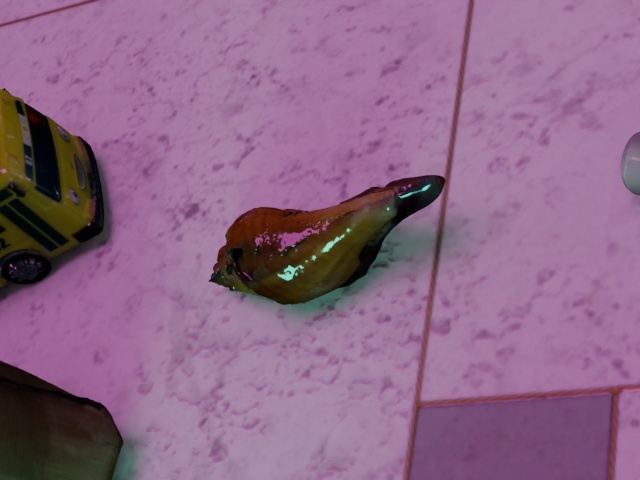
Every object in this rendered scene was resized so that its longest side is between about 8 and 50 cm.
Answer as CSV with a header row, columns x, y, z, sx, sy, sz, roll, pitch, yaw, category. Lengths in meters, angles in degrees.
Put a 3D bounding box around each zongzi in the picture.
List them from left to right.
x,y,z,sx,sy,sz,roll,pitch,yaw,category
-0.379,0.129,1.082,0.360,0.323,0.160,12,75,43,zongzi

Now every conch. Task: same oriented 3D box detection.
x,y,z,sx,sy,sz,roll,pitch,yaw,category
0.001,0.005,1.065,0.233,0.086,0.080,-11,95,25,conch

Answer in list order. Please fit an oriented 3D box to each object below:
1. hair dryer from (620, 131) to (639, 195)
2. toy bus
x,y,z,sx,sy,sz,roll,pitch,yaw,category
0.275,-0.085,0.970,0.082,0.047,0.137,14,63,40,hair dryer
-0.341,-0.019,1.267,0.262,0.150,0.128,-28,49,15,toy bus
